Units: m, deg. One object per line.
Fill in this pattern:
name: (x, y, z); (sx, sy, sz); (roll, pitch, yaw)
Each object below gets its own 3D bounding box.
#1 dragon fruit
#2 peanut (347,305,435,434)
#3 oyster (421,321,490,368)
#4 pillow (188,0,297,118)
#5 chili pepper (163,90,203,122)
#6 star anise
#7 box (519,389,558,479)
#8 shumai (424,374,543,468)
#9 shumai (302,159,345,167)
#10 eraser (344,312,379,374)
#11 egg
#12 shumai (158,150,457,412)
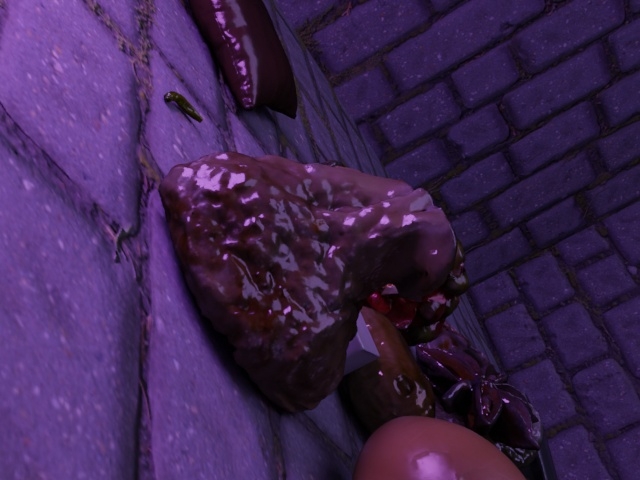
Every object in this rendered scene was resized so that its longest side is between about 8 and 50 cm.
dragon fruit: (0.135, 0.065, 1.396); (0.237, 0.231, 0.303); (54, -3, 25)
peanut: (0.082, 0.187, 1.182); (0.110, 0.120, 0.236); (98, -29, -50)
oyster: (0.278, 0.296, 1.693); (0.110, 0.166, 0.341); (56, 4, -34)
pillow: (-0.143, -0.378, 1.543); (0.306, 0.108, 0.308); (66, 14, 0)
chili pepper: (-0.188, -0.183, 1.110); (0.030, 0.017, 0.083); (66, 15, 19)
star anise: (0.239, 0.231, 1.196); (0.196, 0.073, 0.212); (23, 17, -20)
box: (0.403, 0.520, 1.511); (0.396, 0.111, 0.397); (62, 18, -52)
shumai: (0.202, 0.330, 1.311); (0.260, 0.222, 0.225); (18, 29, -16)
shumai: (-0.010, -0.101, 1.551); (0.087, 0.124, 0.099); (23, 14, 31)
eraser: (-0.017, 0.044, 1.157); (0.298, 0.078, 0.076); (66, 13, 24)
egg: (0.131, 0.304, 0.892); (0.244, 0.201, 0.201); (55, 6, 36)
shumai: (0.000, 0.000, 0.895); (0.314, 0.262, 0.267); (55, 13, -21)
